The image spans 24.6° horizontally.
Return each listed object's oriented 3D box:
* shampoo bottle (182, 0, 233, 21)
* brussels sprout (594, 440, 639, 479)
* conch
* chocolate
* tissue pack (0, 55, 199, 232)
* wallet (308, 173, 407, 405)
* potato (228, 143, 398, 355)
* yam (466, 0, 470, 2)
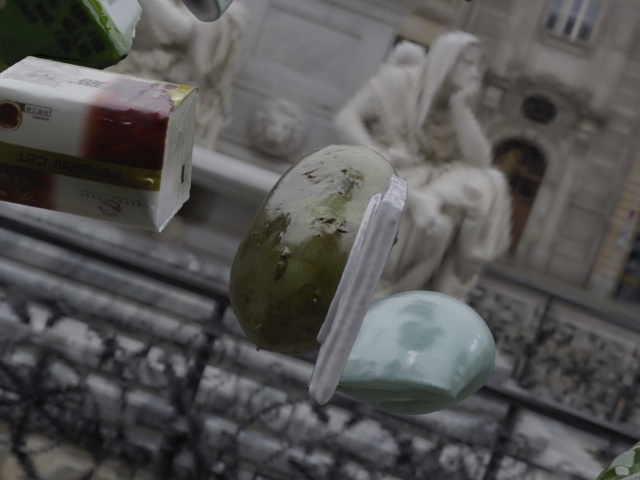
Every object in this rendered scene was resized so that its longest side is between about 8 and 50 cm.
[{"bbox_3d":[-0.095,-0.260,1.382,0.043,0.099,0.072,-9,-57,43],"label":"shampoo bottle"},{"bbox_3d":[0.326,0.300,1.241,0.281,0.289,0.354,37,48,1],"label":"brussels sprout"},{"bbox_3d":[0.075,0.113,1.413,0.185,0.121,0.221,-23,-9,0],"label":"conch"},{"bbox_3d":[-0.405,-0.321,1.835,0.289,0.301,0.137,-21,20,30],"label":"chocolate"},{"bbox_3d":[-0.185,-0.079,1.192,0.149,0.106,0.099,11,23,9],"label":"tissue pack"},{"bbox_3d":[0.029,0.038,1.193,0.032,0.183,0.124,22,14,-2],"label":"wallet"},{"bbox_3d":[0.000,0.000,1.809,0.173,0.307,0.210,25,-40,2],"label":"potato"},{"bbox_3d":[0.203,-0.316,1.534,0.093,0.093,0.259,19,-10,-13],"label":"yam"}]
